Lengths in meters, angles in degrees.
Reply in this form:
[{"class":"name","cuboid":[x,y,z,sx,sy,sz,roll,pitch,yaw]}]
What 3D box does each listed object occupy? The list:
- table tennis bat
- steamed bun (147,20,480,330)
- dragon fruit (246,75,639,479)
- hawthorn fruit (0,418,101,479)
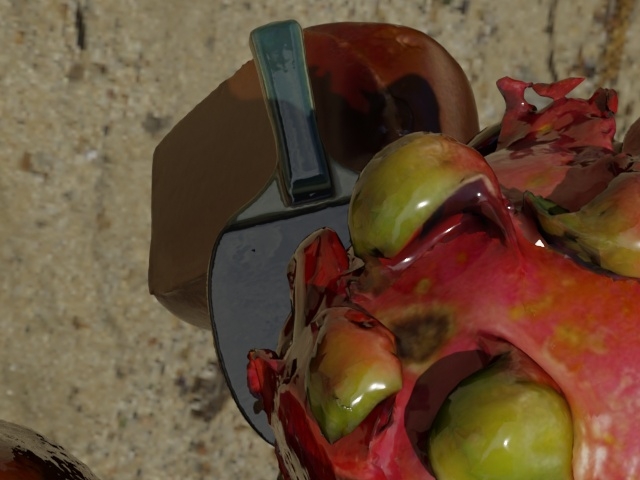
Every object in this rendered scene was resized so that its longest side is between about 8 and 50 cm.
[{"class":"table tennis bat","cuboid":[0.000,0.000,0.754,0.021,0.154,0.274,82,-5,-85]},{"class":"steamed bun","cuboid":[0.013,-0.037,1.184,0.248,0.379,0.235,13,64,-32]},{"class":"dragon fruit","cuboid":[0.091,0.039,0.516,0.307,0.243,0.227,-100,-164,-51]},{"class":"hawthorn fruit","cuboid":[-0.249,0.240,0.772,0.311,0.295,0.295,158,-54,-80]}]
